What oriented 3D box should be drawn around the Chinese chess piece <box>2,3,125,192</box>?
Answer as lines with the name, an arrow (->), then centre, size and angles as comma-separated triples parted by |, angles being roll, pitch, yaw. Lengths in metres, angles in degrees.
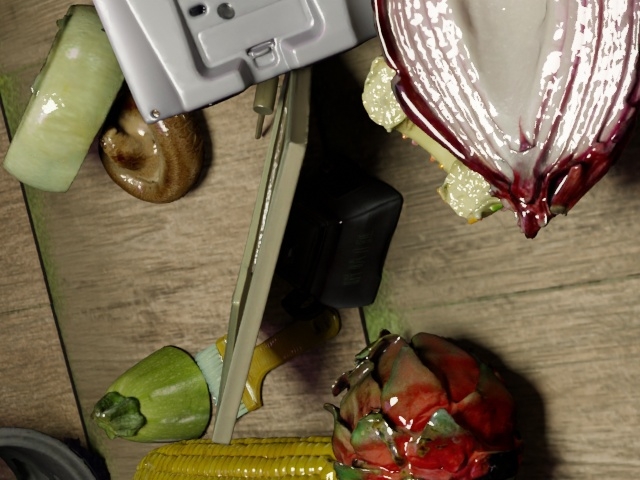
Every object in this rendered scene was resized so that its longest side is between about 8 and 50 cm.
Chinese chess piece -> -0.247, -0.140, 1.874 | 0.083, 0.188, 0.188 | 23, 131, -11

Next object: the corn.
corn -> -0.057, 0.250, 1.837 | 0.344, 0.131, 0.131 | -8, 97, 49

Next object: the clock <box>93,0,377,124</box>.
clock -> -0.072, -0.225, 1.622 | 0.083, 0.253, 0.186 | -100, -12, -77

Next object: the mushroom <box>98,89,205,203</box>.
mushroom -> -0.167, -0.094, 1.871 | 0.126, 0.109, 0.085 | -38, 33, 46

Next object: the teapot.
teapot -> 0.000, 0.000, 1.719 | 0.087, 0.096, 0.177 | 37, 127, 32

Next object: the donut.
donut -> 0.108, -0.084, 1.568 | 0.166, 0.108, 0.065 | 48, 112, 15

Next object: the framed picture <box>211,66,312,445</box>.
framed picture -> -0.051, -0.007, 1.712 | 0.024, 0.232, 0.315 | 11, 121, -5

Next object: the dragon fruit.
dragon fruit -> 0.090, 0.170, 1.632 | 0.182, 0.182, 0.189 | -23, 95, 47

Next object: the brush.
brush -> -0.049, 0.110, 1.868 | 0.218, 0.010, 0.082 | -34, 77, 45

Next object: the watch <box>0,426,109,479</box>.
watch -> -0.366, 0.362, 2.097 | 0.314, 0.335, 0.327 | 2, 85, 51

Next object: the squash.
squash -> -0.191, 0.172, 1.943 | 0.105, 0.132, 0.105 | 14, 111, 41

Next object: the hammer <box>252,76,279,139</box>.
hammer -> -0.052, -0.116, 1.757 | 0.110, 0.019, 0.035 | 103, 177, -70

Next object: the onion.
onion -> 0.165, -0.144, 1.473 | 0.227, 0.120, 0.283 | -3, 92, 30
